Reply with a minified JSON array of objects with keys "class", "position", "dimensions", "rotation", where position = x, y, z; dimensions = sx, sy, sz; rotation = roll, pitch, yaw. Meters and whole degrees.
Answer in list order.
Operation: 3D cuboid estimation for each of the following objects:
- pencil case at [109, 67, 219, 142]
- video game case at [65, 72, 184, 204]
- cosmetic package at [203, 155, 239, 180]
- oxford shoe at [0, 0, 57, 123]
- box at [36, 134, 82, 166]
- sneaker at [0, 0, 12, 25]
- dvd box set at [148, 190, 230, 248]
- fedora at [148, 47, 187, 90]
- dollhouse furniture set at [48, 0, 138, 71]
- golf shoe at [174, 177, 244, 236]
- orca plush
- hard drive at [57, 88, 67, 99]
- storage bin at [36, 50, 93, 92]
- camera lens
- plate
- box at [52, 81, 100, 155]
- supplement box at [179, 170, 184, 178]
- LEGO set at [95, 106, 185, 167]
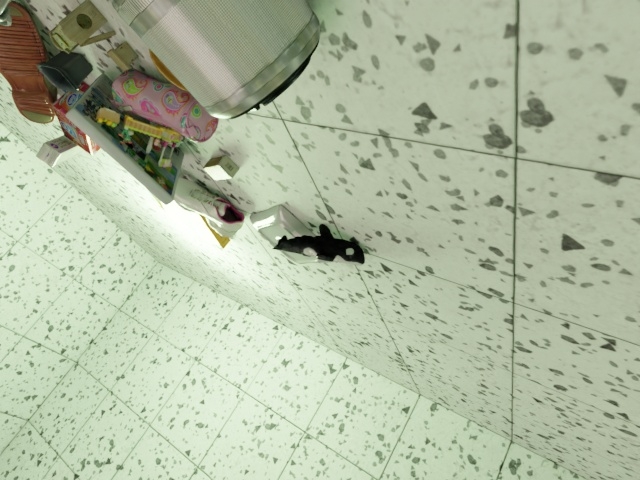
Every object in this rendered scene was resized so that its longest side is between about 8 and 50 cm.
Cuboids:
[{"class":"pencil case","position":[-0.392,-0.337,1.104],"dimensions":[0.284,0.124,0.124],"rotation":[24,157,21]},{"class":"video game case","position":[-0.530,-0.291,1.257],"dimensions":[0.329,0.036,0.300],"rotation":[49,-164,-34]},{"class":"cosmetic package","position":[-0.301,-0.218,1.335],"dimensions":[0.060,0.041,0.115],"rotation":[46,156,-29]},{"class":"oxford shoe","position":[-0.893,-0.550,1.340],"dimensions":[0.140,0.147,0.397],"rotation":[3,145,-20]},{"class":"box","position":[-0.929,-0.356,1.645],"dimensions":[0.063,0.067,0.324],"rotation":[36,-160,-16]},{"class":"sneaker","position":[-0.826,-0.665,1.015],"dimensions":[0.210,0.137,0.366],"rotation":[26,149,-20]},{"class":"dvd box set","position":[-0.576,-0.141,1.866],"dimensions":[0.307,0.062,0.420],"rotation":[25,157,21]},{"class":"fedora","position":[-0.293,-0.381,0.923],"dimensions":[0.194,0.079,0.194],"rotation":[29,159,12]},{"class":"dollhouse furniture set","position":[-0.573,-0.471,1.096],"dimensions":[0.182,0.101,0.161],"rotation":[9,148,47]},{"class":"golf shoe","position":[-0.402,-0.137,1.589],"dimensions":[0.306,0.115,0.140],"rotation":[36,149,-23]},{"class":"orca plush","position":[0.000,0.000,1.332],"dimensions":[0.287,0.102,0.151],"rotation":[11,-177,35]},{"class":"hard drive","position":[-1.058,-0.622,1.551],"dimensions":[0.210,0.040,0.319],"rotation":[10,149,46]},{"class":"storage bin","position":[-0.734,-0.495,1.292],"dimensions":[0.135,0.091,0.098],"rotation":[21,156,31]},{"class":"camera lens","position":[-0.150,-0.332,0.628],"dimensions":[0.219,0.219,0.274],"rotation":[5,145,51]},{"class":"plate","position":[-0.104,0.000,1.517],"dimensions":[0.277,0.045,0.278],"rotation":[41,157,-21]},{"class":"box","position":[-0.803,-0.412,1.516],"dimensions":[0.122,0.128,0.257],"rotation":[39,159,-11]},{"class":"supplement box","position":[-0.608,-0.273,1.561],"dimensions":[0.111,0.114,0.220],"rotation":[16,154,36]},{"class":"LEGO set","position":[-0.471,-0.267,1.201],"dimensions":[0.132,0.107,0.287],"rotation":[24,-169,16]}]
